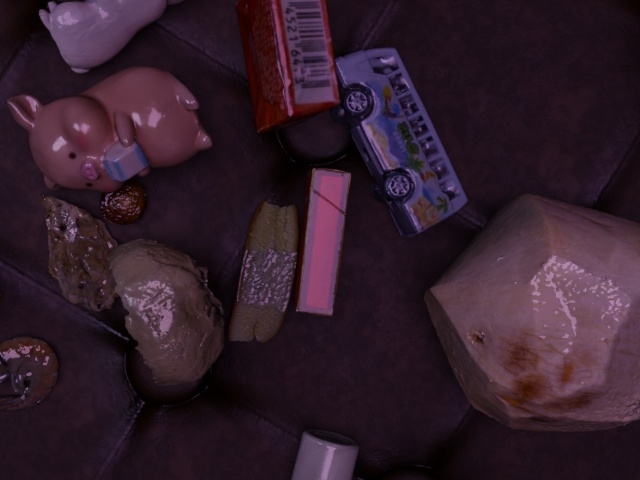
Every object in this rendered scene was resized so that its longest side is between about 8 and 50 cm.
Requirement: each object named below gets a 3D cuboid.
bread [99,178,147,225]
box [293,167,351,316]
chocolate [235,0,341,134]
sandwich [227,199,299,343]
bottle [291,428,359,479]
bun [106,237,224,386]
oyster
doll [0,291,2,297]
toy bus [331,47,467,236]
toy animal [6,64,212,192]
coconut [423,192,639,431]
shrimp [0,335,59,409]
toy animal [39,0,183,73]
[{"bbox_3d":[-0.340,-0.067,1.659,0.085,0.053,0.085,0,92,-3],"label":"bread"},{"bbox_3d":[0.001,0.000,1.636,0.074,0.153,0.240,6,92,0],"label":"box"},{"bbox_3d":[-0.057,-0.307,1.589,0.108,0.235,0.237,-11,92,-17],"label":"chocolate"},{"bbox_3d":[-0.096,0.060,1.664,0.094,0.096,0.258,10,94,-10],"label":"sandwich"},{"bbox_3d":[-0.010,0.458,1.675,0.104,0.104,0.245,14,91,-4],"label":"bottle"},{"bbox_3d":[-0.240,0.109,1.582,0.152,0.259,0.259,-19,93,-7],"label":"bun"},{"bbox_3d":[-0.407,0.023,1.651,0.133,0.072,0.209,-3,94,-1],"label":"oyster"},{"bbox_3d":[-0.678,0.061,1.591,0.269,0.166,0.162,34,91,-7],"label":"doll"},{"bbox_3d":[0.125,-0.175,1.665,0.136,0.109,0.330,-27,94,-12],"label":"toy bus"},{"bbox_3d":[-0.337,-0.169,1.582,0.256,0.213,0.195,-29,134,-19],"label":"toy animal"},{"bbox_3d":[0.366,0.126,1.570,0.415,0.344,0.415,0,93,-7],"label":"coconut"},{"bbox_3d":[-0.557,0.248,1.663,0.223,0.047,0.126,-25,103,-4],"label":"shrimp"},{"bbox_3d":[-0.331,-0.406,1.611,0.282,0.140,0.138,-37,103,1],"label":"toy animal"}]
